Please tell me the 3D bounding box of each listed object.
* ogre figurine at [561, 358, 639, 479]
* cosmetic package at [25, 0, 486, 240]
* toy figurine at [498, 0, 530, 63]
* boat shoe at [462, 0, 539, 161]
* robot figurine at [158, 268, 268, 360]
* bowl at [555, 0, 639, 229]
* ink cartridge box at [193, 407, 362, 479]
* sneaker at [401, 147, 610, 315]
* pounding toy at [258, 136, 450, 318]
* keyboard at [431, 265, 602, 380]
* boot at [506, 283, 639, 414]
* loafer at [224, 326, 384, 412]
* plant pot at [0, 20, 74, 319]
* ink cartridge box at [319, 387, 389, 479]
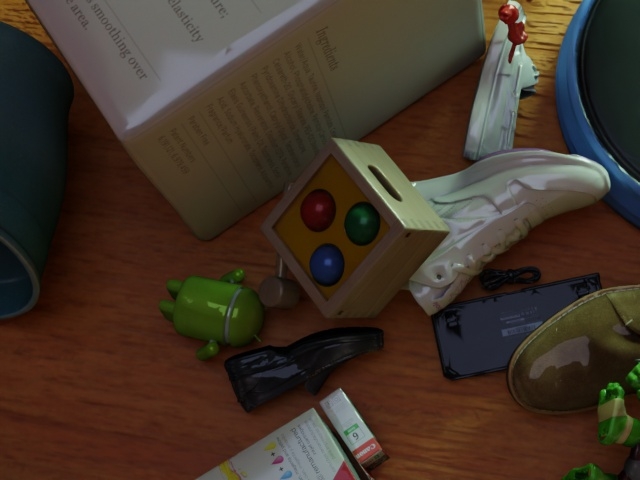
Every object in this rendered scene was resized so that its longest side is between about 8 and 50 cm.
[{"bbox_3d":[0.308,0.218,1.287,0.118,0.097,0.197,22,86,-11],"label":"ogre figurine"},{"bbox_3d":[-0.081,-0.270,1.402,0.394,0.327,0.329,-34,70,-2],"label":"cosmetic package"},{"bbox_3d":[0.336,-0.341,1.392,0.217,0.191,0.362,14,58,21],"label":"toy figurine"},{"bbox_3d":[0.204,-0.170,1.464,0.063,0.066,0.184,15,73,2],"label":"boat shoe"},{"bbox_3d":[-0.111,0.075,1.429,0.115,0.067,0.101,12,66,13],"label":"robot figurine"},{"bbox_3d":[0.447,-0.173,1.418,0.391,0.077,0.391,-3,72,8],"label":"bowl"},{"bbox_3d":[-0.041,0.272,1.320,0.176,0.127,0.128,-32,70,-1],"label":"ink cartridge box"},{"bbox_3d":[0.154,-0.004,1.397,0.305,0.114,0.152,-14,71,15],"label":"sneaker"},{"bbox_3d":[-0.008,-0.003,1.353,0.206,0.094,0.181,-50,61,24],"label":"pounding toy"},{"bbox_3d":[0.207,0.077,1.402,0.180,0.023,0.108,-12,77,4],"label":"keyboard"},{"bbox_3d":[0.329,0.096,1.316,0.305,0.115,0.112,-19,93,4],"label":"boot"},{"bbox_3d":[-0.012,0.131,1.406,0.170,0.062,0.061,-15,92,8],"label":"loafer"},{"bbox_3d":[-0.387,-0.091,1.440,0.272,0.271,0.255,9,59,12],"label":"plant pot"},{"bbox_3d":[0.045,0.207,1.362,0.029,0.063,0.115,-35,70,-1],"label":"ink cartridge box"}]
